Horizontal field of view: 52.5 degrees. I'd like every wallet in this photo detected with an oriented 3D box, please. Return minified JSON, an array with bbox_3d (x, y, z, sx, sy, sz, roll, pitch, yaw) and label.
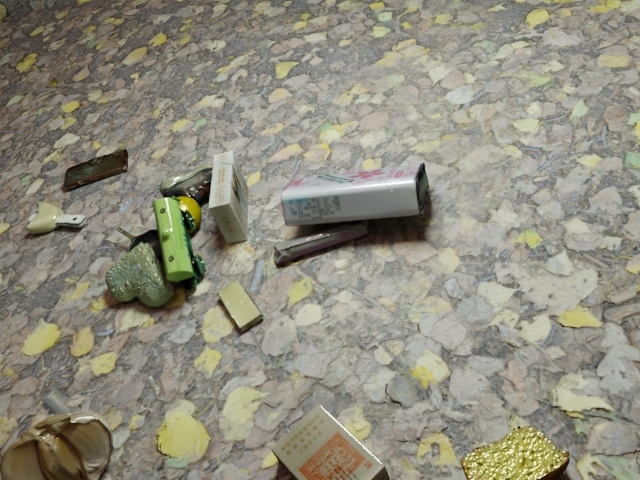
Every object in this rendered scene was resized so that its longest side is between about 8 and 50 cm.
[{"bbox_3d":[-0.777,-0.248,2.243,0.232,0.031,0.122,-19,46,3],"label":"wallet"}]

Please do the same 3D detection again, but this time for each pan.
[{"bbox_3d":[-0.499,0.008,1.877,0.128,0.048,0.202,-29,46,-10],"label":"pan"}]

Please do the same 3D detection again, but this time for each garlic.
[{"bbox_3d":[-0.569,0.462,1.408,0.229,0.178,0.142,-21,9,-25],"label":"garlic"}]

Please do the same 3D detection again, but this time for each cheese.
[{"bbox_3d":[-0.848,-0.070,2.083,0.234,0.050,0.127,4,46,22],"label":"cheese"}]

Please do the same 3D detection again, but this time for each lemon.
[{"bbox_3d":[-0.400,-0.069,1.871,0.109,0.109,0.133,18,44,33],"label":"lemon"}]

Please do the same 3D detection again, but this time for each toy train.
[{"bbox_3d":[-0.383,0.002,1.720,0.105,0.157,0.254,-16,71,3],"label":"toy train"}]

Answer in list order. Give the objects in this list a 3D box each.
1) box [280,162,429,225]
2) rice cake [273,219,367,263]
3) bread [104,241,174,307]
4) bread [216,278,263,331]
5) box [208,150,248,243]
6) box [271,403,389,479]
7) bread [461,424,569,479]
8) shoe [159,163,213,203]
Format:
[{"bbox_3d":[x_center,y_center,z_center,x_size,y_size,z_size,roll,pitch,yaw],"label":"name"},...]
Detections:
[{"bbox_3d":[0.098,-0.118,1.701,0.369,0.112,0.190,-3,21,17],"label":"box"},{"bbox_3d":[0.000,-0.001,1.699,0.269,0.049,0.055,-18,22,2],"label":"rice cake"},{"bbox_3d":[-0.484,0.088,1.744,0.231,0.064,0.173,9,79,27],"label":"bread"},{"bbox_3d":[-0.203,0.162,1.631,0.068,0.028,0.154,-33,46,-12],"label":"bread"},{"bbox_3d":[-0.257,-0.125,1.844,0.066,0.150,0.233,-11,45,6],"label":"box"},{"bbox_3d":[0.017,0.433,1.263,0.141,0.058,0.201,-38,47,-17],"label":"box"},{"bbox_3d":[0.346,0.406,1.163,0.187,0.065,0.103,-28,43,-5],"label":"bread"},{"bbox_3d":[-0.381,-0.150,1.962,0.227,0.099,0.112,-15,51,12],"label":"shoe"}]
